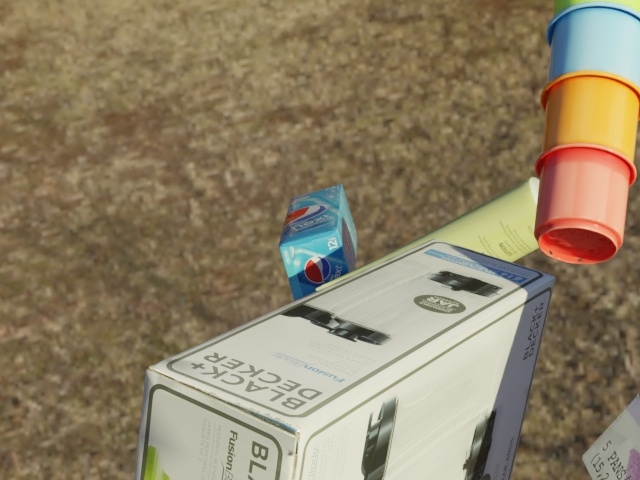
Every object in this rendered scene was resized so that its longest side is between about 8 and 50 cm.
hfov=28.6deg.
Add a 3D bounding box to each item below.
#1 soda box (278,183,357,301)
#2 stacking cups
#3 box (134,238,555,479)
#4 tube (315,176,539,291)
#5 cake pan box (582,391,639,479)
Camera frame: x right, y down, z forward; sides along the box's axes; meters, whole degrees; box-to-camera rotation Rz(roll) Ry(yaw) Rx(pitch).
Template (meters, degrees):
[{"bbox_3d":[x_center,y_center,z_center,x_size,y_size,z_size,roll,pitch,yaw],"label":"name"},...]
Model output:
[{"bbox_3d":[0.000,0.000,1.404,0.067,0.071,0.210,-15,15,6],"label":"soda box"},{"bbox_3d":[0.206,-0.135,0.969,0.096,0.096,0.316,0,60,28],"label":"stacking cups"},{"bbox_3d":[0.020,0.113,0.688,0.087,0.169,0.290,19,23,27],"label":"box"},{"bbox_3d":[0.117,0.023,1.197,0.240,0.070,0.062,-29,-7,25],"label":"tube"},{"bbox_3d":[0.256,0.139,0.604,0.070,0.246,0.267,1,50,-28],"label":"cake pan box"}]
